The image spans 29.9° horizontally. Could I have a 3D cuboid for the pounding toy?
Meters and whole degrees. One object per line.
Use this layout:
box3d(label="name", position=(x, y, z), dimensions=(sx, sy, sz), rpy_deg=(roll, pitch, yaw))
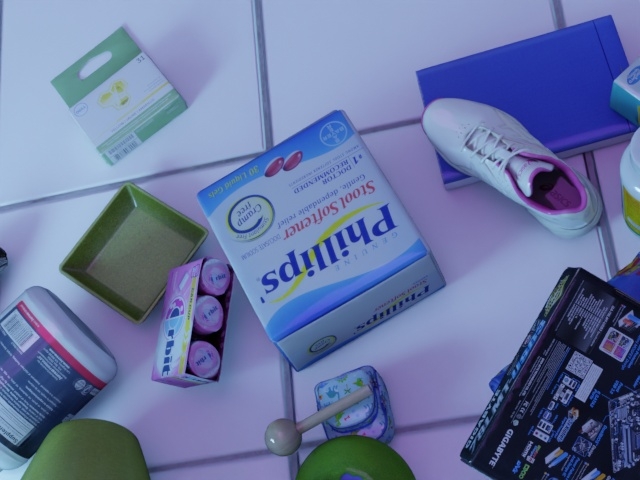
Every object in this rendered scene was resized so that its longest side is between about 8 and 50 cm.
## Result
box3d(label="pounding toy", position=(0.025, 0.336, 1.615), dimensions=(0.183, 0.110, 0.237), rpy_deg=(-24, 85, 16))

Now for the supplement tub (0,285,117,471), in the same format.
box3d(label="supplement tub", position=(-0.461, 0.220, 1.806), dimensions=(0.272, 0.191, 0.191), rpy_deg=(-44, 63, -6))

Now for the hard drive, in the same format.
box3d(label="hard drive", position=(0.325, -0.216, 1.867), dimensions=(0.318, 0.040, 0.210), rpy_deg=(-15, 63, 8))

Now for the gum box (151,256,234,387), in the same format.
box3d(label="gum box", position=(-0.191, 0.121, 1.811), dimensions=(0.107, 0.062, 0.188), rpy_deg=(-18, 60, 53))

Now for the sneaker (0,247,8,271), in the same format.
box3d(label="sneaker", position=(-0.621, 0.149, 1.941), dimensions=(0.146, 0.134, 0.343), rpy_deg=(39, 71, -10))

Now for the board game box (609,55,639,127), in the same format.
box3d(label="board game box", position=(0.632, -0.197, 1.726), dimensions=(0.254, 0.079, 0.336), rpy_deg=(-43, 66, -12))

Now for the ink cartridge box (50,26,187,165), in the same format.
box3d(label="ink cartridge box", position=(-0.361, -0.263, 2.076), dimensions=(0.171, 0.056, 0.235), rpy_deg=(-38, 64, -3))

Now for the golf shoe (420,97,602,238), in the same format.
box3d(label="golf shoe", position=(0.278, -0.121, 1.747), dimensions=(0.306, 0.140, 0.115), rpy_deg=(34, 93, 12))

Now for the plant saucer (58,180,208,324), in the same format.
box3d(label="plant saucer", position=(-0.295, 0.025, 1.930), dimensions=(0.188, 0.045, 0.188), rpy_deg=(31, 77, 25))

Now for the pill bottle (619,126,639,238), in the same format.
box3d(label="pill bottle", position=(0.477, -0.084, 1.669), dimensions=(0.117, 0.208, 0.117), rpy_deg=(-6, 65, 13))

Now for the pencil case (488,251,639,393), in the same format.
box3d(label="pencil case", position=(0.379, 0.149, 1.645), dimensions=(0.306, 0.133, 0.119), rpy_deg=(-39, 20, -4))

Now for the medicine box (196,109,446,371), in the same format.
box3d(label="medicine box", position=(0.000, 0.000, 1.801), dimensions=(0.263, 0.149, 0.289), rpy_deg=(-31, 61, 1))

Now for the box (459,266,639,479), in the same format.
box3d(label="box", position=(0.378, 0.230, 1.546), dimensions=(0.293, 0.073, 0.295), rpy_deg=(30, 86, -5))

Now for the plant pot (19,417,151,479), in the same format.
box3d(label="plant pot", position=(-0.335, 0.407, 1.669), dimensions=(0.274, 0.275, 0.293), rpy_deg=(-11, 48, 11))

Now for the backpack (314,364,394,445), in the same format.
box3d(label="backpack", position=(0.048, 0.245, 1.713), dimensions=(0.105, 0.084, 0.114), rpy_deg=(-20, 66, 10))
